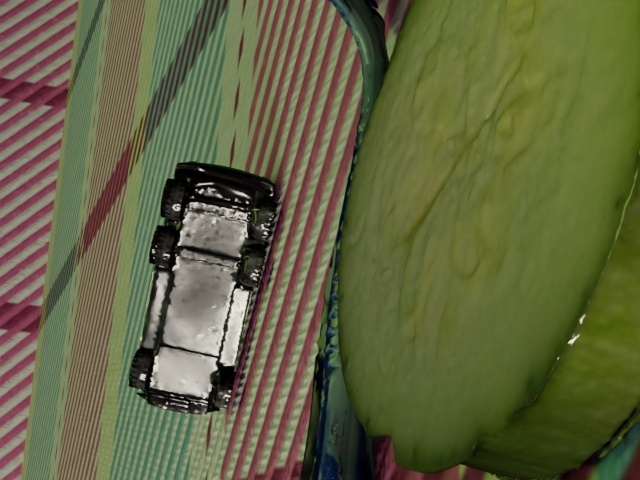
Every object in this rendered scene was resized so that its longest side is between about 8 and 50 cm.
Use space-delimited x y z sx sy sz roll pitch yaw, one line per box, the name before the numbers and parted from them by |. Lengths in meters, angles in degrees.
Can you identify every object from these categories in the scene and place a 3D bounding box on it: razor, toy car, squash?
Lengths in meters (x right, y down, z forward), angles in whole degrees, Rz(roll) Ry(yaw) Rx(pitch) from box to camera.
razor | 0.010 -0.003 0.597 0.056 0.093 0.324 -13 69 35
toy car | -0.075 0.029 0.840 0.062 0.071 0.165 -82 5 -73
squash | 0.066 -0.027 0.443 0.219 0.041 0.219 -168 90 -71
